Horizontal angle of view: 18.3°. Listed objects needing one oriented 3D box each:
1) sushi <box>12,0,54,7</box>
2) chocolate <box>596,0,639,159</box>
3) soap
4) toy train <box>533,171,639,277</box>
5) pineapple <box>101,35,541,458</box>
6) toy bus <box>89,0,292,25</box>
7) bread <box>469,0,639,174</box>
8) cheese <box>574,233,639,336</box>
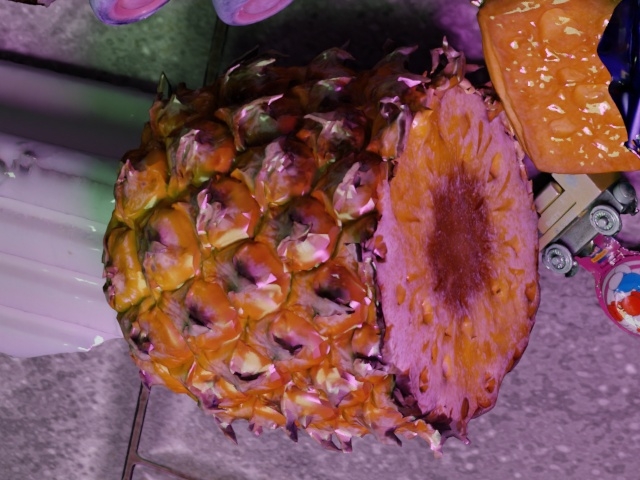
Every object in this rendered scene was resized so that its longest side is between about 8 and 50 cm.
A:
[{"bbox_3d":[-0.247,-0.260,1.619,0.078,0.090,0.150,18,139,10],"label":"sushi"},{"bbox_3d":[0.230,-0.192,1.369,0.343,0.148,0.126,64,158,1],"label":"chocolate"},{"bbox_3d":[-0.344,-0.044,1.821,0.446,0.156,0.261,12,136,10],"label":"soap"},{"bbox_3d":[0.215,-0.024,1.683,0.081,0.050,0.122,48,135,5],"label":"toy train"},{"bbox_3d":[-0.002,-0.001,1.615,0.300,0.352,0.352,8,136,28],"label":"pineapple"},{"bbox_3d":[-0.071,-0.292,1.387,0.232,0.294,0.197,-36,72,33],"label":"toy bus"},{"bbox_3d":[0.244,-0.155,1.524,0.235,0.099,0.210,-9,131,21],"label":"bread"},{"bbox_3d":[0.270,0.035,1.738,0.145,0.038,0.095,42,132,-4],"label":"cheese"}]
